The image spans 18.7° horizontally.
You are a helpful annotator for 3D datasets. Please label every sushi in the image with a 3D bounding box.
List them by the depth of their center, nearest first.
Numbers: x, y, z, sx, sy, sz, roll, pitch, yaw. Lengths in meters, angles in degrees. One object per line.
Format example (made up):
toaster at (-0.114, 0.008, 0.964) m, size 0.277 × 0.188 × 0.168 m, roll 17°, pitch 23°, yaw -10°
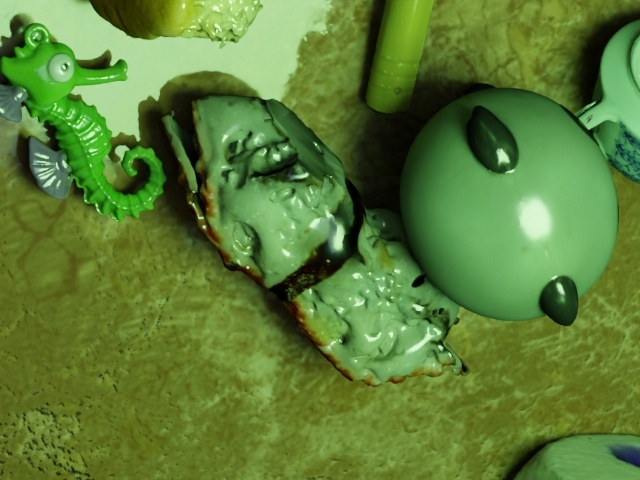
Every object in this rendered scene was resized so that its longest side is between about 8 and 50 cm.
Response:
sushi at (0.000, 0.000, 1.658) m, size 0.130 × 0.124 × 0.332 m, roll -32°, pitch 116°, yaw 20°

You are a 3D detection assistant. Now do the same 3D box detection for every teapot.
teapot at (0.306, -0.107, 1.753) m, size 0.232 × 0.159 × 0.159 m, roll -13°, pitch 109°, yaw -22°

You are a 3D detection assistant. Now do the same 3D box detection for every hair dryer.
hair dryer at (0.089, -0.235, 1.639) m, size 0.090 × 0.135 × 0.279 m, roll 3°, pitch 114°, yaw -21°

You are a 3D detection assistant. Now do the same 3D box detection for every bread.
bread at (-0.098, -0.275, 1.531) m, size 0.121 × 0.174 × 0.245 m, roll 5°, pitch 105°, yaw -42°

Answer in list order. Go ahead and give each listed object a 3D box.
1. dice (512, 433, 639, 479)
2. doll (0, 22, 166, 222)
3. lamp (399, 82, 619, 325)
dice at (0.312, 0.339, 1.810) m, size 0.243 × 0.251 × 0.259 m, roll 2°, pitch 104°, yaw -22°
doll at (-0.197, -0.095, 1.605) m, size 0.115 × 0.050 × 0.190 m, roll -29°, pitch 115°, yaw -4°
lamp at (0.154, -0.036, 1.643) m, size 0.197 × 0.244 × 0.198 m, roll -1°, pitch 104°, yaw -3°
